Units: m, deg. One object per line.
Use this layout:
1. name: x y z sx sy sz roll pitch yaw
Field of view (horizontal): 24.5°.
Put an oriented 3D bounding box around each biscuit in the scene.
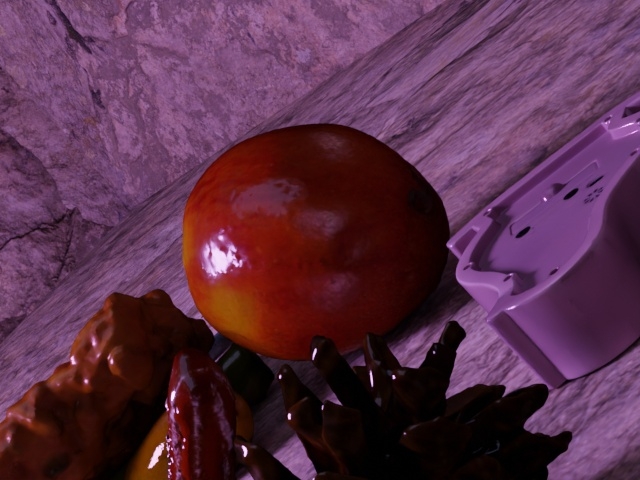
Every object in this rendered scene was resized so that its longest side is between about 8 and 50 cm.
1. biscuit: -0.246 0.195 1.597 0.312 0.110 0.318 -48 -9 -1

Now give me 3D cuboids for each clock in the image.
1. clock: 0.241 -0.025 1.151 0.290 0.080 0.275 -40 12 12

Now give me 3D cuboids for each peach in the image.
1. peach: 0.000 0.000 1.473 0.281 0.238 0.281 -5 -8 -1

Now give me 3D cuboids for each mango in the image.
1. mango: -0.135 0.212 1.474 0.163 0.089 0.111 -46 5 10

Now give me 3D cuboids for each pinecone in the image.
1. pinecone: 0.042 0.151 0.873 0.229 0.201 0.202 -16 11 -42

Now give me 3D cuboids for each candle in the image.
1. candle: -0.074 0.201 0.954 0.048 0.329 0.051 -28 47 -31

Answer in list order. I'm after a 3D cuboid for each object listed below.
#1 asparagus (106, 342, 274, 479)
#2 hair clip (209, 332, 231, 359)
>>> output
1. asparagus: -0.158 0.221 1.573 0.277 0.067 0.060 -48 43 -13
2. hair clip: -0.182 0.177 1.903 0.229 0.039 0.070 -38 12 -5
